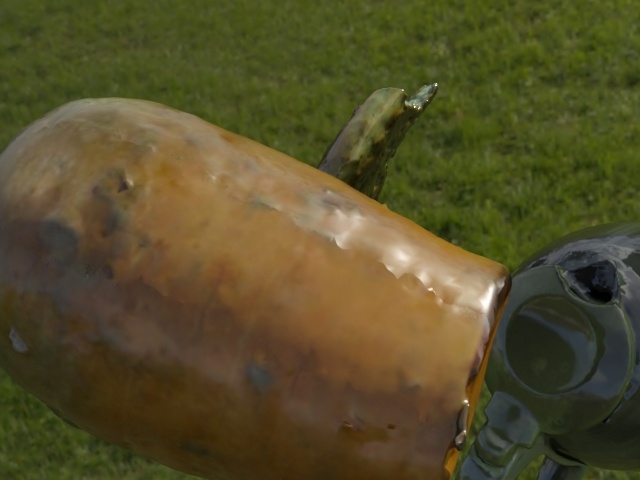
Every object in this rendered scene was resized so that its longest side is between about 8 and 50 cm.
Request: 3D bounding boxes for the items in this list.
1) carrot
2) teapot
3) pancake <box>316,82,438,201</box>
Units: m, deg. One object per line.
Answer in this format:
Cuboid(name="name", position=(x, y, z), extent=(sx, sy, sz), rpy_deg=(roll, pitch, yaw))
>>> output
Cuboid(name="carrot", position=(-0.055, 0.044, 0.709), extent=(0.340, 0.224, 0.224), rpy_deg=(20, 41, 13))
Cuboid(name="teapot", position=(0.225, 0.121, 1.024), extent=(0.321, 0.239, 0.239), rpy_deg=(-40, 63, 29))
Cuboid(name="pancake", position=(-0.003, 0.004, 1.189), extent=(0.067, 0.427, 0.305), rpy_deg=(32, 46, 11))
